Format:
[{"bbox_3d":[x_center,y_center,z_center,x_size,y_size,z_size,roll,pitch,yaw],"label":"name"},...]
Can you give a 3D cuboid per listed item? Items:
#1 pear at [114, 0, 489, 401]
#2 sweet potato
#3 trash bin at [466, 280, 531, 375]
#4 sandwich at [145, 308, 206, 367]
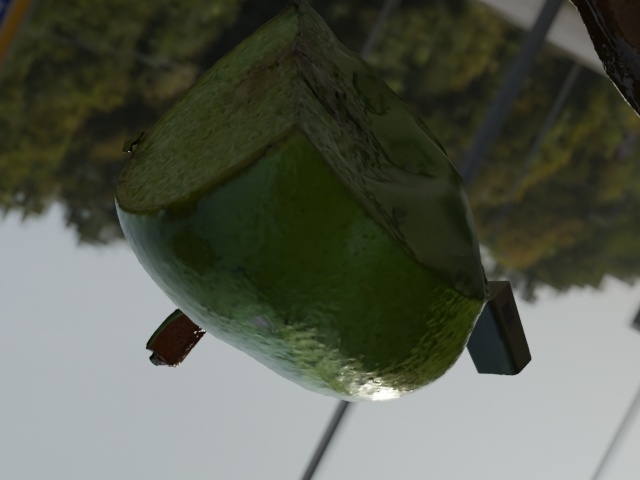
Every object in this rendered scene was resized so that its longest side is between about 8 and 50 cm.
[{"bbox_3d":[0.000,0.000,1.687,0.318,0.238,0.342,48,-163,-18],"label":"pear"},{"bbox_3d":[0.217,-0.141,1.377,0.059,0.067,0.281,-23,-113,-34],"label":"sweet potato"},{"bbox_3d":[0.176,0.090,2.044,0.061,0.092,0.043,-1,-150,40],"label":"trash bin"},{"bbox_3d":[-0.163,0.113,2.289,0.026,0.101,0.069,30,-157,-33],"label":"sandwich"}]
